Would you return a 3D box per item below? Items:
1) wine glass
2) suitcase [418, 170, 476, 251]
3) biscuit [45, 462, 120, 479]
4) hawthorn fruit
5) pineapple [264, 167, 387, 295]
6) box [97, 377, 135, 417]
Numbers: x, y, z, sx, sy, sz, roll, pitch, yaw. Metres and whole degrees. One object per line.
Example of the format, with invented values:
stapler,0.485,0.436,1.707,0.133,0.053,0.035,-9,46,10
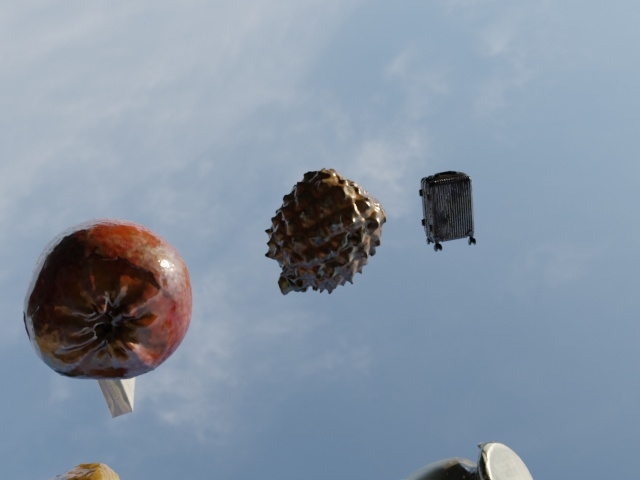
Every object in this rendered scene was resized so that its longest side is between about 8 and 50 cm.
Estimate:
wine glass,0.130,0.298,0.776,0.204,0.111,0.111,-39,-140,30
suitcase,0.216,-0.053,1.227,0.086,0.126,0.059,-10,-162,-10
biscuit,-0.138,0.251,0.341,0.213,0.091,0.274,-44,-133,-11
hawthorn fruit,-0.212,0.057,0.736,0.173,0.173,0.173,-12,-132,14
pineapple,0.000,0.000,1.028,0.193,0.166,0.166,-54,-132,8
box,-0.329,0.209,1.172,0.040,0.084,0.154,-20,-161,-7
